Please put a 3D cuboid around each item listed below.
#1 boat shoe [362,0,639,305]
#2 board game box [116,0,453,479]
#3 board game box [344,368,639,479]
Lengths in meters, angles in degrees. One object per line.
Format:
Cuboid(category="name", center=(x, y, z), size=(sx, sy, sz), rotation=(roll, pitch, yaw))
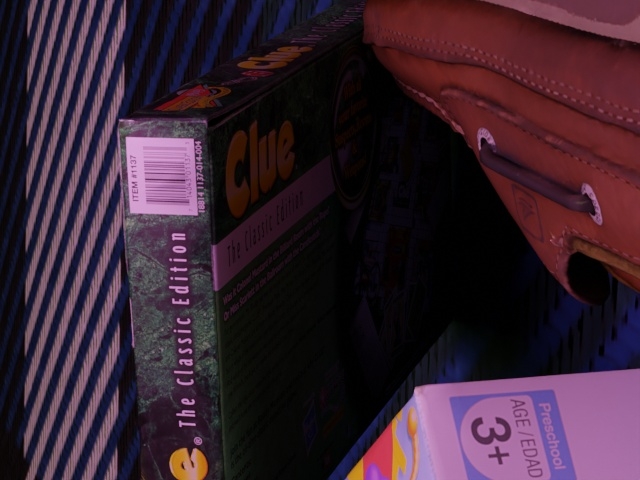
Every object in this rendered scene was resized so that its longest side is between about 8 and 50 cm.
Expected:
Cuboid(category="boat shoe", center=(0.082, -0.030, 0.509), size=(0.307, 0.111, 0.104), rotation=(-149, 53, -72))
Cuboid(category="board game box", center=(0.000, 0.000, 0.626), size=(0.260, 0.030, 0.136), rotation=(-40, -47, -67))
Cuboid(category="board game box", center=(0.060, 0.152, 0.542), size=(0.275, 0.142, 0.144), rotation=(121, 141, -57))
